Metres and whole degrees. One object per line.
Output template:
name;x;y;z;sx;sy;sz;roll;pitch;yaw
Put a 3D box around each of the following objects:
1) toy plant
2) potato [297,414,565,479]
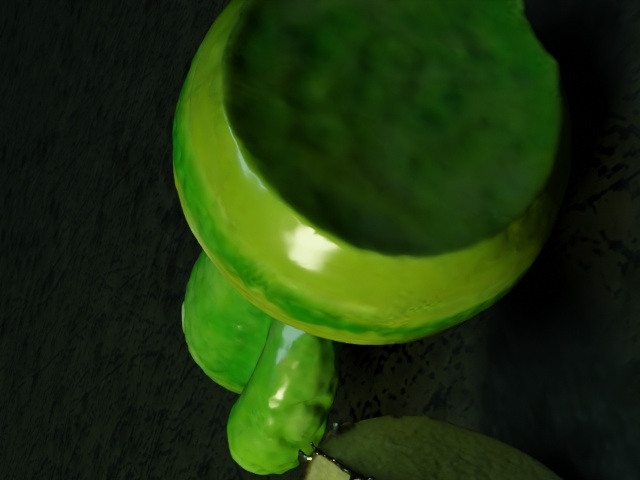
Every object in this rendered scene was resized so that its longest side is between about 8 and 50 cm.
toy plant;0.000;0.000;0.676;0.316;0.184;0.224;121;156;-65
potato;0.079;0.142;0.549;0.172;0.089;0.101;26;128;31
